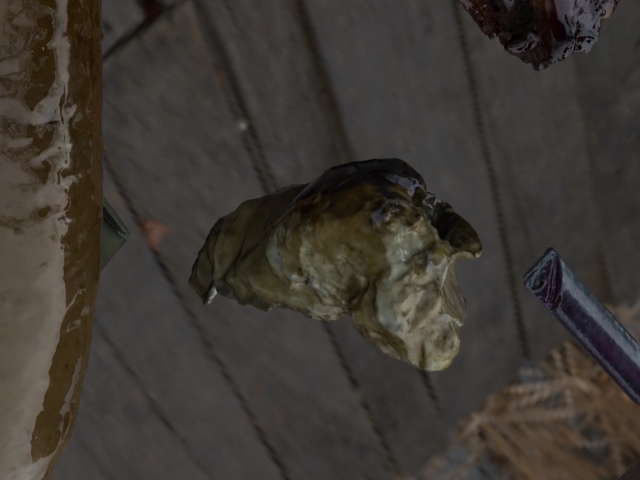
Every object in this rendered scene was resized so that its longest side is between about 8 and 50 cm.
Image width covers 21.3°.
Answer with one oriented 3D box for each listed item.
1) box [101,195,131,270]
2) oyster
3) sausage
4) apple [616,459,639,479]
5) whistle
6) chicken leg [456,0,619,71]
[{"bbox_3d":[-0.293,-0.036,1.389,0.155,0.231,0.149,-28,-166,22],"label":"box"},{"bbox_3d":[0.015,-0.003,0.963,0.162,0.233,0.107,-20,109,-14],"label":"oyster"},{"bbox_3d":[-0.178,-0.099,0.896,0.123,0.136,0.500,0,90,-39],"label":"sausage"},{"bbox_3d":[0.316,0.309,1.105,0.384,0.374,0.374,-61,171,-50],"label":"apple"},{"bbox_3d":[0.202,0.070,1.212,0.033,0.033,0.176,-46,120,-2],"label":"whistle"},{"bbox_3d":[0.124,-0.322,1.216,0.158,0.406,0.096,-7,177,1],"label":"chicken leg"}]
